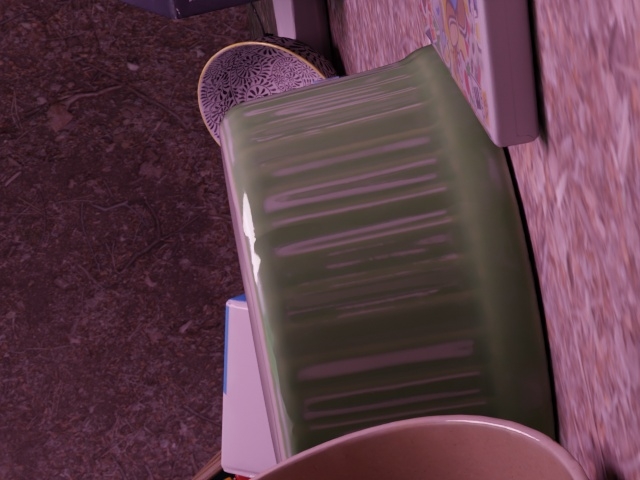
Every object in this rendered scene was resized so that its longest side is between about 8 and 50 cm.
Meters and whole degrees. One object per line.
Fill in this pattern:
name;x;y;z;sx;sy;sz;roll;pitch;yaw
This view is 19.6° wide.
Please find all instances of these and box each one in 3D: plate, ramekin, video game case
plate;-0.024;-0.256;2.083;0.278;0.045;0.277;-104;6;-53
ramekin;0.033;0.042;1.112;0.303;0.148;0.303;170;90;-87
video game case;0.066;-0.185;0.928;0.206;0.026;0.227;-107;8;-67

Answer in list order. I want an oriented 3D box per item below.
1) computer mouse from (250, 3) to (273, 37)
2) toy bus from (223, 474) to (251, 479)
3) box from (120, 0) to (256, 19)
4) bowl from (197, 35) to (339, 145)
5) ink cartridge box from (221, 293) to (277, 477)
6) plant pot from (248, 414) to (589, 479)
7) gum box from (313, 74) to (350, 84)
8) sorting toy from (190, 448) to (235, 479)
computer mouse;-0.065;-0.275;2.103;0.071;0.041;0.242;53;-161;-78
toy bus;-0.012;0.258;1.930;0.191;0.202;0.104;-12;-111;-54
box;-0.151;-0.402;1.804;0.343;0.179;0.313;27;129;61
bowl;-0.035;-0.152;1.938;0.080;0.170;0.170;-56;-33;-46
ink cartridge box;0.001;0.103;1.502;0.190;0.082;0.140;-17;-68;-59
plant pot;0.059;0.268;0.884;0.256;0.256;0.274;-107;-9;-66
gum box;0.032;-0.041;1.800;0.157;0.041;0.184;-105;5;-53
sorting toy;-0.024;0.171;2.054;0.041;0.307;0.229;44;138;3
